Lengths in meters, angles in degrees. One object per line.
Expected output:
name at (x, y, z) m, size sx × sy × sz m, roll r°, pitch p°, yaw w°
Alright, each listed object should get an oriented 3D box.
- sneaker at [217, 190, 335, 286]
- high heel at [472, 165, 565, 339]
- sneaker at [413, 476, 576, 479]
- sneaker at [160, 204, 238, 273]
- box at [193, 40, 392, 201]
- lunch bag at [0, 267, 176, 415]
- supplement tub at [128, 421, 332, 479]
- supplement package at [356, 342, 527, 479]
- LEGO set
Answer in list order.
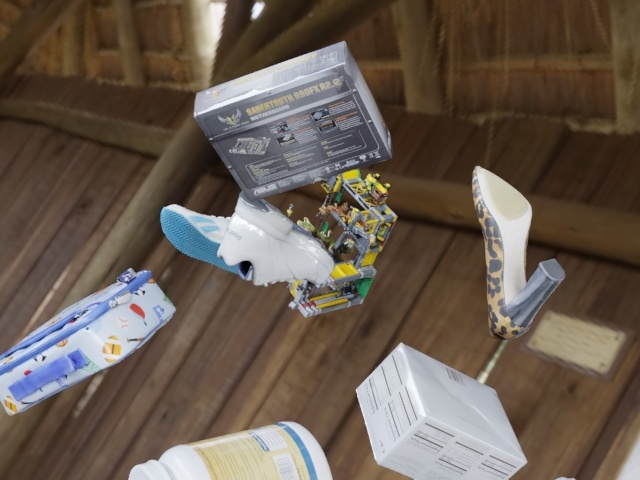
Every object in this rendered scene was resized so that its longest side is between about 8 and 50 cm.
sneaker at (-0.080, 0.021, 1.734) m, size 0.111 × 0.129 × 0.297 m, roll 33°, pitch -2°, yaw 37°
high heel at (0.274, 0.023, 1.632) m, size 0.093 × 0.186 × 0.261 m, roll -3°, pitch 51°, yaw -29°
sneaker at (0.392, 0.565, 2.293) m, size 0.137 × 0.366 × 0.210 m, roll 93°, pitch -27°, yaw -76°
sneaker at (-0.225, -0.011, 2.111) m, size 0.229 × 0.092 × 0.087 m, roll 27°, pitch -52°, yaw 6°
box at (-0.036, -0.162, 1.441) m, size 0.231 × 0.056 × 0.183 m, roll -17°, pitch -48°, yaw 16°
lunch bag at (-0.394, 0.165, 1.665) m, size 0.115 × 0.303 × 0.243 m, roll 58°, pitch 28°, yaw -6°
supplement tub at (-0.101, 0.291, 1.143) m, size 0.200 × 0.144 × 0.144 m, roll -7°, pitch 13°, yaw -30°
supplement package at (0.228, 0.353, 1.951) m, size 0.262 × 0.145 × 0.204 m, roll 29°, pitch 25°, yaw -28°
LEGO set at (0.000, 0.000, 2.139) m, size 0.192 × 0.331 × 0.255 m, roll -11°, pitch 54°, yaw -39°
